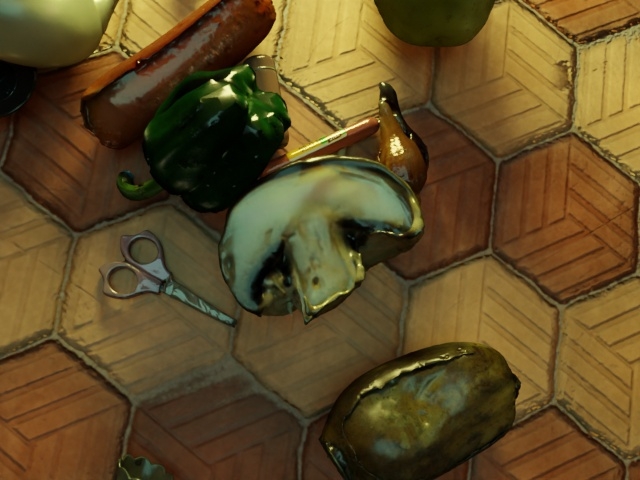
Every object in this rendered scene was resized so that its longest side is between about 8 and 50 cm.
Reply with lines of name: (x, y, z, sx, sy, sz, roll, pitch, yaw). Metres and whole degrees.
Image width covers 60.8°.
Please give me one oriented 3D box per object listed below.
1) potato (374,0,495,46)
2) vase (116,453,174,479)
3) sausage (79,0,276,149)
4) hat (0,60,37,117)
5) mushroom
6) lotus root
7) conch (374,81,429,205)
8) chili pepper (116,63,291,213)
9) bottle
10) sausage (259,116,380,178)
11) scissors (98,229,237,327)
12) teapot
potato: (0.166, -0.445, 0.816, 0.215, 0.216, 0.304, 0, 79, -6)
vase: (-0.262, 0.372, 0.720, 0.081, 0.081, 0.149, 25, 84, -2)
sausage: (-0.205, -0.260, 0.804, 0.330, 0.102, 0.102, -41, 88, -9)
hat: (-0.462, -0.229, 0.794, 0.121, 0.050, 0.121, 0, 87, -4)
mushroom: (-0.007, -0.005, 0.756, 0.267, 0.164, 0.190, -37, 83, -6)
lotus root: (0.130, 0.234, 0.741, 0.274, 0.152, 0.160, -20, 87, -15)
conch: (0.123, -0.122, 0.823, 0.086, 0.080, 0.233, 14, 83, -37)
chili pepper: (-0.168, -0.119, 0.752, 0.261, 0.174, 0.165, -39, 128, 24)
bottle: (-0.083, -0.210, 0.830, 0.053, 0.053, 0.140, -9, 83, -7)
sausage: (-0.002, -0.141, 0.841, 0.223, 0.029, 0.029, -26, 85, -10)
scissors: (-0.214, 0.070, 0.793, 0.212, 0.021, 0.110, 30, 77, -1)
teapot: (-0.442, -0.362, 0.751, 0.318, 0.220, 0.149, 31, 121, 9)
